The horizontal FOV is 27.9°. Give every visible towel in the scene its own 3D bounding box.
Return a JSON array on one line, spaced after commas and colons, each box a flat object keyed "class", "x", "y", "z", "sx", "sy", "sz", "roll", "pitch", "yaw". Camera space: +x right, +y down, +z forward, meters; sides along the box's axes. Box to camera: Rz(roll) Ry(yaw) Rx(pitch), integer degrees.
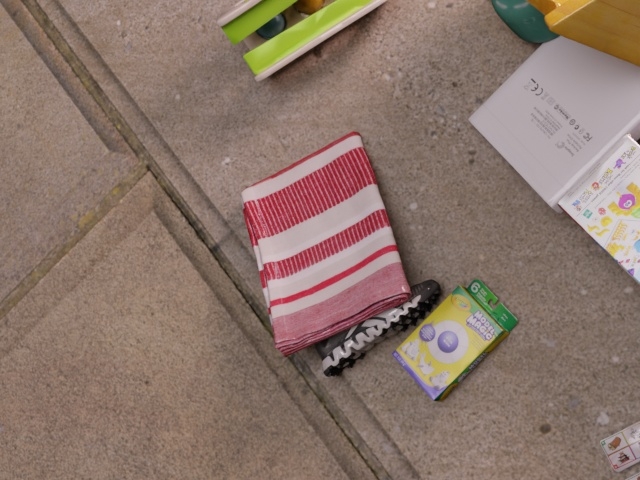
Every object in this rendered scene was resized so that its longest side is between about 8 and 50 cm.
[{"class": "towel", "x": 0.000, "y": 0.000, "z": 2.067, "sx": 0.237, "sy": 0.037, "sz": 0.329, "roll": -27, "pitch": 56, "yaw": 17}]

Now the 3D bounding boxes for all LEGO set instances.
[{"class": "LEGO set", "x": 0.547, "y": 0.308, "z": 1.819, "sx": 0.244, "sy": 0.060, "sz": 0.182, "roll": -34, "pitch": 74, "yaw": 23}]

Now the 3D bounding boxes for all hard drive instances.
[{"class": "hard drive", "x": 0.415, "y": -0.238, "z": 1.933, "sx": 0.353, "sy": 0.047, "sz": 0.233, "roll": -46, "pitch": 49, "yaw": 11}]

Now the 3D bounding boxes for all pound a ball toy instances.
[{"class": "pound a ball toy", "x": -0.026, "y": -0.439, "z": 2.129, "sx": 0.319, "sy": 0.135, "sz": 0.208, "roll": -31, "pitch": 105, "yaw": 16}]

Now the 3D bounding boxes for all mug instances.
[{"class": "mug", "x": 0.323, "y": -0.392, "z": 1.987, "sx": 0.129, "sy": 0.097, "sz": 0.157, "roll": -42, "pitch": 46, "yaw": 14}]

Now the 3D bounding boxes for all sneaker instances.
[{"class": "sneaker", "x": 0.078, "y": 0.113, "z": 2.034, "sx": 0.234, "sy": 0.078, "sz": 0.106, "roll": -36, "pitch": 71, "yaw": 17}]

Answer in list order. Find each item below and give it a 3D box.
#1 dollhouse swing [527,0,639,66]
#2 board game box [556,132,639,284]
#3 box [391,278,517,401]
[{"class": "dollhouse swing", "x": 0.454, "y": -0.472, "z": 1.803, "sx": 0.305, "sy": 0.315, "sz": 0.346, "roll": -50, "pitch": 41, "yaw": 36}, {"class": "board game box", "x": 0.494, "y": 0.003, "z": 1.832, "sx": 0.144, "sy": 0.142, "sz": 0.275, "roll": -46, "pitch": 66, "yaw": 9}, {"class": "box", "x": 0.209, "y": 0.151, "z": 1.989, "sx": 0.179, "sy": 0.043, "sz": 0.105, "roll": -46, "pitch": 67, "yaw": 8}]
